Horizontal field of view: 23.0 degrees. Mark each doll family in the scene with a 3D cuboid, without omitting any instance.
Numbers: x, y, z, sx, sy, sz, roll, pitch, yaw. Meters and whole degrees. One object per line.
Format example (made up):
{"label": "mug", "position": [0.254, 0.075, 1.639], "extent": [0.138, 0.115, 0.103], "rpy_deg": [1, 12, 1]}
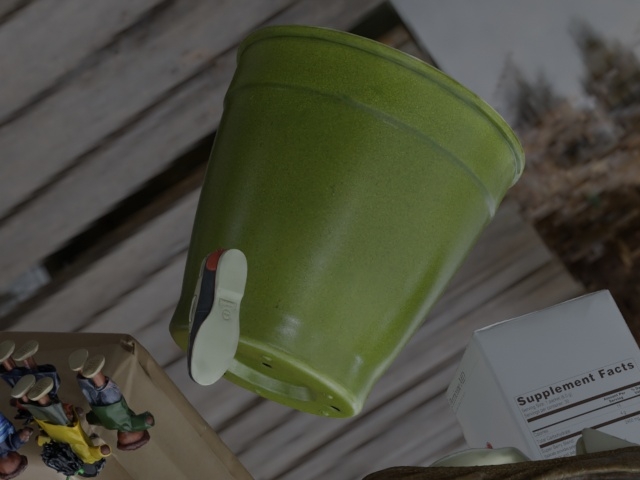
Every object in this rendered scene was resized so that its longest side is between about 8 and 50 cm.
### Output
{"label": "doll family", "position": [-0.217, 0.142, 1.240], "extent": [0.076, 0.193, 0.111], "rpy_deg": [-51, 131, -31]}

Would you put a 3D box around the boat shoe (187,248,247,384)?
{"label": "boat shoe", "position": [-0.105, 0.073, 1.512], "extent": [0.049, 0.137, 0.043], "rpy_deg": [24, 160, -39]}

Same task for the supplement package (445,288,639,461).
{"label": "supplement package", "position": [0.284, 0.236, 1.741], "extent": [0.175, 0.293, 0.177], "rpy_deg": [-16, 154, -16]}

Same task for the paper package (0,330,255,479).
{"label": "paper package", "position": [-0.272, 0.250, 1.700], "extent": [0.324, 0.168, 0.309], "rpy_deg": [-2, 137, 37]}

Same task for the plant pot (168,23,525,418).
{"label": "plant pot", "position": [0.000, 0.000, 1.810], "extent": [0.366, 0.366, 0.353], "rpy_deg": [84, 29, -70]}

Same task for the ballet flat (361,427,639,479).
{"label": "ballet flat", "position": [0.184, 0.212, 1.283], "extent": [0.342, 0.124, 0.116], "rpy_deg": [-6, 121, 1]}
